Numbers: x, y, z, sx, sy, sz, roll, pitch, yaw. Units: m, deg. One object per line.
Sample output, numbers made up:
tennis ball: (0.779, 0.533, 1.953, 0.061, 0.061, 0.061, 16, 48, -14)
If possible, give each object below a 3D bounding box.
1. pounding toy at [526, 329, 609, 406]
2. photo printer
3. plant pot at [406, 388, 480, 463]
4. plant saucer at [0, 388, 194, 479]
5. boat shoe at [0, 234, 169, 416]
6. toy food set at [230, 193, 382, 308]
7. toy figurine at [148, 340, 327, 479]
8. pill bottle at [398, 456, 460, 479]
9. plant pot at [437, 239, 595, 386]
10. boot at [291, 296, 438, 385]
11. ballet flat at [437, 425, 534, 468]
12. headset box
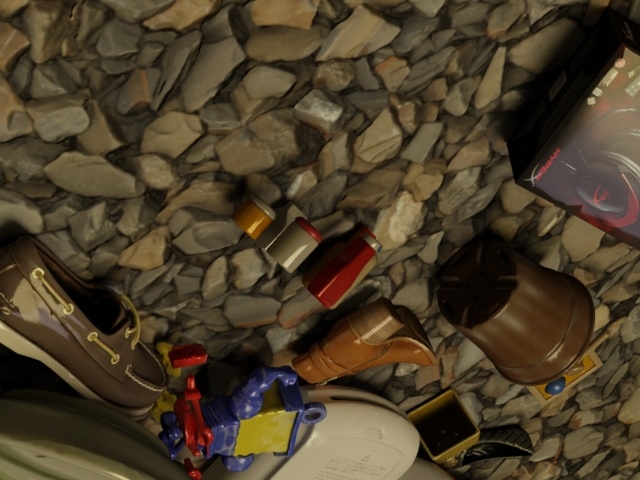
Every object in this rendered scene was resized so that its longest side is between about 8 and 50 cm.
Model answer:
pounding toy: (0.350, 0.164, 2.224, 0.141, 0.100, 0.130, -36, 144, 5)
photo printer: (-0.023, 0.325, 2.133, 0.256, 0.107, 0.307, 21, 118, -47)
plant pot: (0.184, 0.282, 2.261, 0.081, 0.081, 0.083, -29, 153, -4)
plant saucer: (-0.286, 0.259, 1.761, 0.400, 0.100, 0.400, 14, 153, 7)
boat shoe: (-0.259, 0.097, 1.702, 0.097, 0.116, 0.324, -37, 138, 11)
toy food set: (0.000, 0.000, 1.785, 0.104, 0.111, 0.232, -47, 142, -1)
toy figurine: (-0.090, 0.268, 1.938, 0.217, 0.191, 0.362, -10, 139, -21)
pill bottle: (0.187, 0.482, 2.360, 0.224, 0.224, 0.392, -38, 146, 8)
plant pot: (0.250, 0.087, 2.028, 0.167, 0.167, 0.165, -43, 135, 14)
boot: (0.060, 0.150, 2.036, 0.152, 0.073, 0.197, -34, 143, 13)
ballet flat: (0.257, 0.325, 2.382, 0.173, 0.049, 0.057, -10, 137, -27)
headset box: (0.407, -0.107, 1.844, 0.293, 0.110, 0.218, 28, 118, -16)
